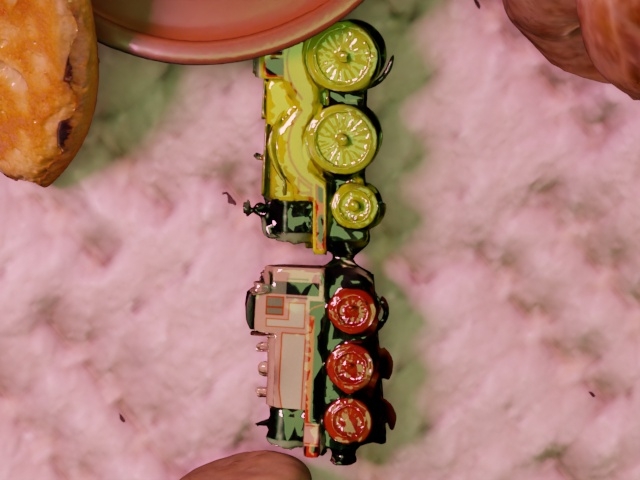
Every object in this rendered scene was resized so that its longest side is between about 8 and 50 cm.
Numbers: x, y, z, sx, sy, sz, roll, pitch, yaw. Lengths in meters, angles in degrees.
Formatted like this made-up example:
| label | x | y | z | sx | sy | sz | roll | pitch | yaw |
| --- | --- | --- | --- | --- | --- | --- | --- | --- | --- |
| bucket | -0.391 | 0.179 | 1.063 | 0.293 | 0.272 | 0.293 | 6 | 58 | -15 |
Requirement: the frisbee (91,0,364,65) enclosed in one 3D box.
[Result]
| label | x | y | z | sx | sy | sz | roll | pitch | yaw |
| --- | --- | --- | --- | --- | --- | --- | --- | --- | --- |
| frisbee | -0.061 | -0.216 | 0.976 | 0.250 | 0.021 | 0.251 | 0 | 84 | 4 |

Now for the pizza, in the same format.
| label | x | y | z | sx | sy | sz | roll | pitch | yaw |
| --- | --- | --- | --- | --- | --- | --- | --- | --- | --- |
| pizza | -0.159 | -0.098 | 0.969 | 0.099 | 0.036 | 0.160 | 33 | 134 | 17 |

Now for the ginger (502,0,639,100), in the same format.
| label | x | y | z | sx | sy | sz | roll | pitch | yaw |
| --- | --- | --- | --- | --- | --- | --- | --- | --- | --- |
| ginger | 0.171 | -0.232 | 0.912 | 0.176 | 0.256 | 0.375 | -1 | 81 | -6 |

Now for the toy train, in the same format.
| label | x | y | z | sx | sy | sz | roll | pitch | yaw |
| --- | --- | --- | --- | --- | --- | --- | --- | --- | --- |
| toy train | 0.000 | 0.000 | 1.006 | 0.085 | 0.053 | 0.250 | 0 | 95 | 6 |

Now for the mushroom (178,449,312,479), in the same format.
| label | x | y | z | sx | sy | sz | roll | pitch | yaw |
| --- | --- | --- | --- | --- | --- | --- | --- | --- | --- |
| mushroom | -0.020 | 0.240 | 1.005 | 0.108 | 0.096 | 0.247 | -21 | 92 | 33 |
